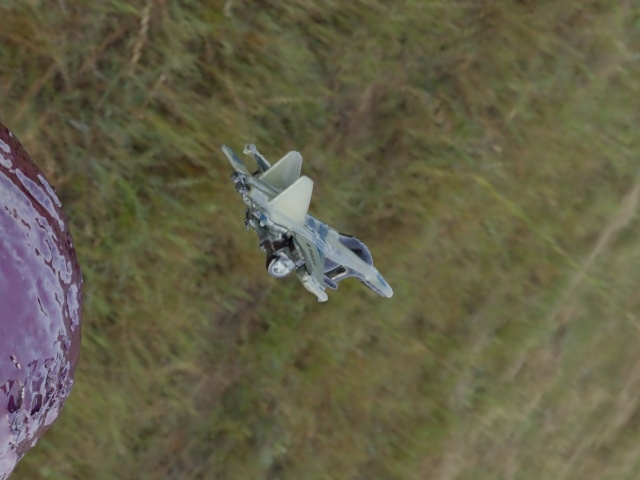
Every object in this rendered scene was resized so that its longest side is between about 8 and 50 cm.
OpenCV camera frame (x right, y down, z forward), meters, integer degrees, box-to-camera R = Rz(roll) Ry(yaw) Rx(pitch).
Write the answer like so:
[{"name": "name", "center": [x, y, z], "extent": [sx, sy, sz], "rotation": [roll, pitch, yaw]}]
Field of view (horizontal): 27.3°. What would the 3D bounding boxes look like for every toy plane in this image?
[{"name": "toy plane", "center": [-0.009, 0.006, 1.266], "extent": [0.088, 0.192, 0.262], "rotation": [-31, 138, 7]}]

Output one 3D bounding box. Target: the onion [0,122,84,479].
[{"name": "onion", "center": [-0.219, 0.034, 0.640], "extent": [0.267, 0.159, 0.349], "rotation": [-31, 153, -32]}]
